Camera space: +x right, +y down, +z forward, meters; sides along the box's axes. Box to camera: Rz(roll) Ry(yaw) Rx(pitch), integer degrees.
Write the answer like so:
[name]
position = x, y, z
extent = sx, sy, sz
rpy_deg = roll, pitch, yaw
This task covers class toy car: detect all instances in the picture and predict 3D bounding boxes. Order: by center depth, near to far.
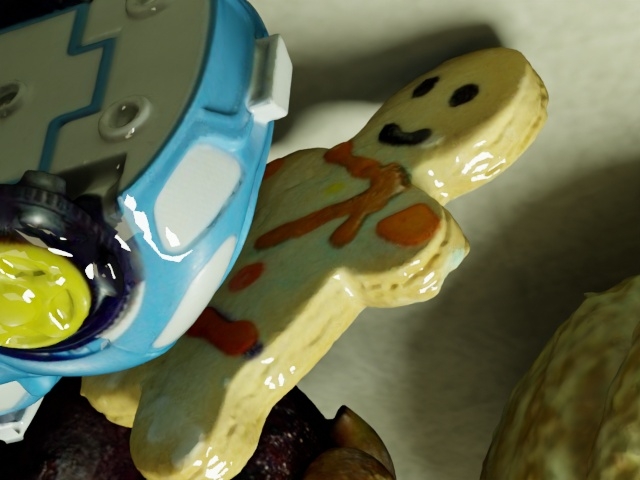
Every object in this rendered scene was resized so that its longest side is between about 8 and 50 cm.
[toy car]
position = -0.145, -0.002, 0.667
extent = 0.314, 0.198, 0.166
rpy_deg = -16, 133, 18

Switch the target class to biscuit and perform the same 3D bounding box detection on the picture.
[biscuit]
position = 0.000, 0.000, 0.683
extent = 0.234, 0.153, 0.030
rpy_deg = -42, 120, -9

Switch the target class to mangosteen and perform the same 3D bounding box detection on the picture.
[mangosteen]
position = -0.040, 0.151, 0.764
extent = 0.250, 0.211, 0.211
rpy_deg = 4, 142, 21

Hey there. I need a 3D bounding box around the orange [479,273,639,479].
[orange]
position = 0.188, 0.134, 0.801
extent = 0.210, 0.271, 0.369
rpy_deg = 35, 150, 29
